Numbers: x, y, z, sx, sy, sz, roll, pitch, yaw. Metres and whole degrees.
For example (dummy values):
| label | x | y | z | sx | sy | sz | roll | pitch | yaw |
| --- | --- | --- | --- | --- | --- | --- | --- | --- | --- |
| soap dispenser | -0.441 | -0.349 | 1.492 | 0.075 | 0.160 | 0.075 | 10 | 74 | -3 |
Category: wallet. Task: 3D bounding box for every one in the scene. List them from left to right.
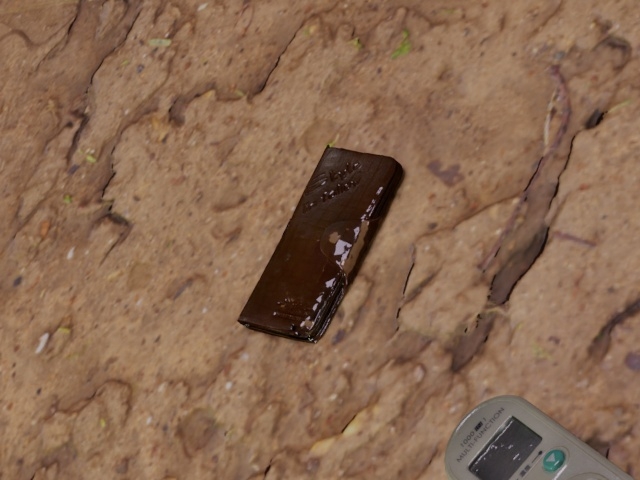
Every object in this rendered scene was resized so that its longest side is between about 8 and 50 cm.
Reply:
| label | x | y | z | sx | sy | sz | roll | pitch | yaw |
| --- | --- | --- | --- | --- | --- | --- | --- | --- | --- |
| wallet | 0.000 | 0.000 | 1.326 | 0.095 | 0.026 | 0.176 | 12 | 67 | 43 |

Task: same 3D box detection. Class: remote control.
| label | x | y | z | sx | sy | sz | roll | pitch | yaw |
| --- | --- | --- | --- | --- | --- | --- | --- | --- | --- |
| remote control | 0.154 | 0.167 | 1.021 | 0.078 | 0.042 | 0.221 | -50 | 30 | -3 |
